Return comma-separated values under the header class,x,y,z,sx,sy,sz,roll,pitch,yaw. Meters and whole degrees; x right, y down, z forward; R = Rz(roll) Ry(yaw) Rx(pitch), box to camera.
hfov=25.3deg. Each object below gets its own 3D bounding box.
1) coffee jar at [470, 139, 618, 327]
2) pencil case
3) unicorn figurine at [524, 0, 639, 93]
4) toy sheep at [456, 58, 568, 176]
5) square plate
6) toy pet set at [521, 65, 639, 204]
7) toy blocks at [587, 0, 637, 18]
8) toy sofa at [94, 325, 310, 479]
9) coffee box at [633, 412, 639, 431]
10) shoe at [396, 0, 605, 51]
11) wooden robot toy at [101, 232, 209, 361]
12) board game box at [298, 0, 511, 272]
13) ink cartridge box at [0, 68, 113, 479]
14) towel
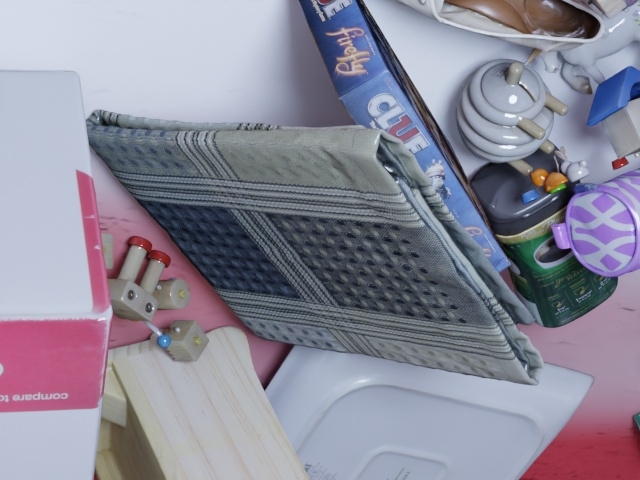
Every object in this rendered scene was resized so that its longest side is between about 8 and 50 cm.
class,x,y,z,sx,sy,sz,roll,pitch,yaw
coffee jar,0.205,-0.007,1.310,0.096,0.079,0.184,-31,134,0
pencil case,0.298,-0.027,1.261,0.206,0.086,0.088,-17,-179,-41
unicorn figurine,0.237,-0.163,1.199,0.162,0.060,0.111,-35,130,-6
toy sheep,0.157,-0.107,1.193,0.091,0.091,0.132,-8,150,-11
square plate,0.067,0.240,1.473,0.344,0.049,0.347,15,122,-30
toy pet set,0.230,-0.092,1.188,0.122,0.065,0.114,-20,173,-32
toy blocks,0.379,-0.198,1.043,0.309,0.288,0.260,-39,126,14
toy sofa,-0.097,0.252,1.254,0.177,0.362,0.150,-13,135,-22
coffee box,0.457,0.202,1.618,0.184,0.040,0.113,-26,134,6
shoe,0.119,-0.199,1.089,0.219,0.058,0.076,17,113,-12
wooden robot toy,-0.175,0.045,1.262,0.079,0.076,0.173,-5,147,38
board game box,0.064,-0.092,1.126,0.042,0.165,0.243,-29,135,9
ink cartridge box,-0.267,0.099,1.113,0.160,0.279,0.384,-1,132,-16
towel,0.000,0.000,1.145,0.324,0.056,0.312,8,147,40
